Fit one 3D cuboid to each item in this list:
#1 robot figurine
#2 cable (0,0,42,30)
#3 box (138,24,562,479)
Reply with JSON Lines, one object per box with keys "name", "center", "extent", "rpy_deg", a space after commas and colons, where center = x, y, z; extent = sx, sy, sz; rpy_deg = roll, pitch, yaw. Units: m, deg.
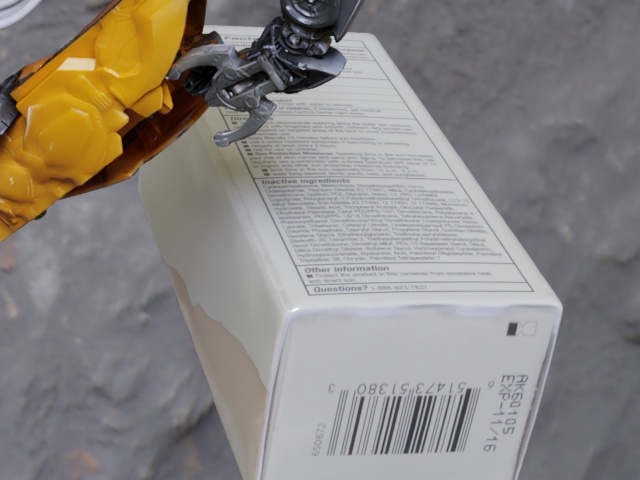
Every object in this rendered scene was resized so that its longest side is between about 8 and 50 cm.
{"name": "robot figurine", "center": [-0.106, -0.123, 0.764], "extent": [0.211, 0.291, 0.085], "rpy_deg": [44, 41, -16]}
{"name": "cable", "center": [-0.309, -0.287, 1.393], "extent": [0.257, 0.089, 0.257], "rpy_deg": [-32, 121, -53]}
{"name": "box", "center": [0.000, 0.000, 0.942], "extent": [0.148, 0.311, 0.121], "rpy_deg": [0, 121, -17]}
